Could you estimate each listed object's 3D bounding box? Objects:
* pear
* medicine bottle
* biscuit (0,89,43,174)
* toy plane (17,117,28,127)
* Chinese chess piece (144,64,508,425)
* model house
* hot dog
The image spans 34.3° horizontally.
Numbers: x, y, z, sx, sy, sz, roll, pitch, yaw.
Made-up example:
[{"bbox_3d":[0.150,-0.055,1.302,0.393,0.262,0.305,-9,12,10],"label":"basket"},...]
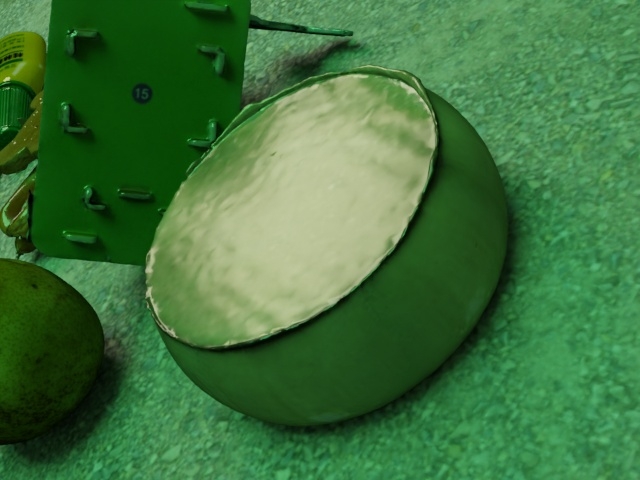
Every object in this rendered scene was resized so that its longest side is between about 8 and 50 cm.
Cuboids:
[{"bbox_3d":[-0.322,0.112,1.075,0.197,0.197,0.197,-24,40,22],"label":"pear"},{"bbox_3d":[-0.485,-0.233,1.646,0.111,0.076,0.309,-34,39,12],"label":"medicine bottle"},{"bbox_3d":[-0.340,-0.184,1.391,0.158,0.035,0.240,-7,46,39],"label":"biscuit"},{"bbox_3d":[-0.382,-0.168,1.497,0.111,0.102,0.040,-11,57,-19],"label":"toy plane"},{"bbox_3d":[0.000,0.000,0.932,0.338,0.140,0.338,-25,41,24],"label":"Chinese chess piece"},{"bbox_3d":[-0.145,-0.139,1.220,0.323,0.340,0.300,-133,49,-78],"label":"model house"},{"bbox_3d":[-0.327,-0.090,1.368,0.109,0.072,0.269,11,59,49],"label":"hot dog"}]
